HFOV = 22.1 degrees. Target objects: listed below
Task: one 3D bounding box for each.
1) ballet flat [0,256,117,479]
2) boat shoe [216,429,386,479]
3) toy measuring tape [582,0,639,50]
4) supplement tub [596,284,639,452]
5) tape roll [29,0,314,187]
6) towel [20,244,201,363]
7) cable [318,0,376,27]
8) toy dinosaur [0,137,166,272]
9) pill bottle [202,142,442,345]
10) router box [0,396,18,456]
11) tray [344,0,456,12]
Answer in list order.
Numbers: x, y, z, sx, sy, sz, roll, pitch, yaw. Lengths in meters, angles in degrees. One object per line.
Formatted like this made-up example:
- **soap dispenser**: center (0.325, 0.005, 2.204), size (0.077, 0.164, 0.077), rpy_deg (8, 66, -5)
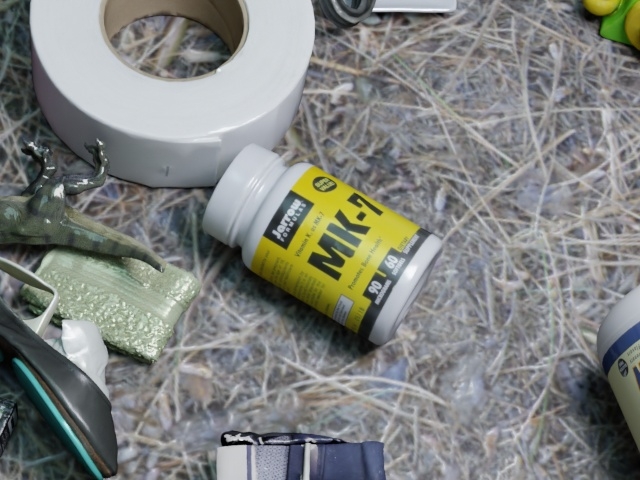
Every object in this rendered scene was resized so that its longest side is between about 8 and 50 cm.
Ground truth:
- **ballet flat**: center (-0.258, 0.092, 1.486), size (0.280, 0.095, 0.096), rpy_deg (43, 72, 13)
- **boat shoe**: center (-0.005, 0.316, 1.389), size (0.158, 0.127, 0.340), rpy_deg (-3, 62, -2)
- **toy measuring tape**: center (0.443, -0.232, 1.752), size (0.330, 0.121, 0.121), rpy_deg (15, 62, -1)
- **supplement tub**: center (0.409, 0.182, 1.462), size (0.235, 0.235, 0.325), rpy_deg (-14, 65, -15)
- **tape roll**: center (-0.150, -0.196, 1.653), size (0.286, 0.100, 0.286), rpy_deg (4, 62, -7)
- **towel**: center (-0.199, 0.048, 1.560), size (0.148, 0.027, 0.110), rpy_deg (26, 63, 6)
- **cable**: center (0.048, -0.365, 1.734), size (0.139, 0.072, 0.287), rpy_deg (40, 51, -30)
- **toy dinosaur**: center (-0.258, -0.039, 1.565), size (0.268, 0.064, 0.118), rpy_deg (10, 64, 12)
- **pill bottle**: center (0.000, 0.000, 1.563), size (0.208, 0.119, 0.119), rpy_deg (30, 63, 8)
- **router box**: center (-0.377, 0.176, 1.455), size (0.179, 0.046, 0.133), rpy_deg (21, 62, 3)
- **tray**: center (0.062, -0.357, 1.807), size (0.145, 0.030, 0.270), rpy_deg (-1, 63, -10)
